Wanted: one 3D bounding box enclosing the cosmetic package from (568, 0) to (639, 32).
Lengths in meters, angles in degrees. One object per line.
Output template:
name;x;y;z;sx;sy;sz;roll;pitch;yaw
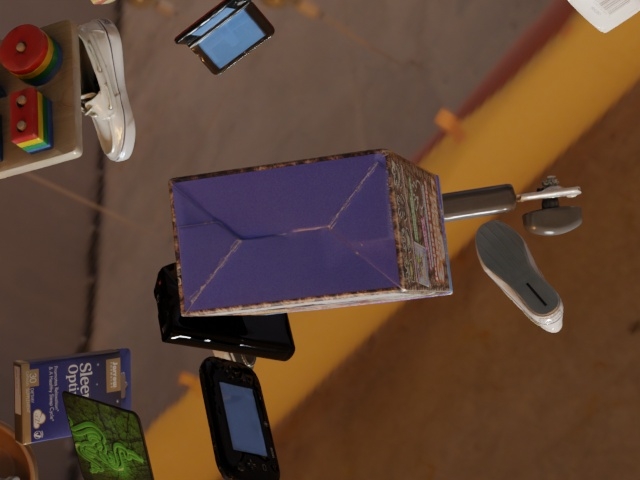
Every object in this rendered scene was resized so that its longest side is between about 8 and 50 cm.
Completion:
cosmetic package;0.399;-0.438;2.049;0.085;0.117;0.231;-33;-132;26

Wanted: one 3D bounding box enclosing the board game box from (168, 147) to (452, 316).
board game box;0.000;0.000;1.460;0.232;0.291;0.141;-7;-94;14

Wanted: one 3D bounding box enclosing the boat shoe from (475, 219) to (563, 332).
boat shoe;0.325;0.066;2.256;0.083;0.076;0.226;-26;-129;-1

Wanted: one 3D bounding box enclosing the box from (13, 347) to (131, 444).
box;-0.408;0.259;2.301;0.036;0.225;0.137;6;-82;49

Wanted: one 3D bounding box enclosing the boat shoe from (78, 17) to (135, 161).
boat shoe;-0.402;-0.265;2.476;0.096;0.088;0.268;25;-54;41

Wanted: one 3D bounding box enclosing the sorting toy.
sorting toy;-0.541;-0.243;2.313;0.257;0.089;0.256;-14;-113;19

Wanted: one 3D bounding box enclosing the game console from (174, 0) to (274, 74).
game console;-0.170;-0.366;2.431;0.144;0.085;0.124;-35;180;13

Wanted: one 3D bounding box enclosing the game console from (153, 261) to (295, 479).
game console;-0.119;0.193;1.969;0.044;0.213;0.361;-48;-136;38

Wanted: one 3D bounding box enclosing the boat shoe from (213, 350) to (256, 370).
boat shoe;-0.145;0.100;2.600;0.119;0.121;0.335;-10;-104;23

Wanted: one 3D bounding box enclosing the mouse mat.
mouse mat;-0.300;0.296;1.939;0.189;0.007;0.153;8;-65;46

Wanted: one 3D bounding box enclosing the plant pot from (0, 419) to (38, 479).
plant pot;-0.648;0.448;2.608;0.237;0.237;0.110;-62;177;2

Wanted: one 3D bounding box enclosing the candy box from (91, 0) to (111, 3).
candy box;-0.291;-0.496;1.812;0.182;0.316;0.087;-27;-172;12

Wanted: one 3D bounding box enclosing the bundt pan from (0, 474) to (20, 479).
bundt pan;-0.517;0.477;1.886;0.331;0.124;0.331;10;90;-87

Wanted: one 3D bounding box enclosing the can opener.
can opener;0.288;-0.050;2.187;0.074;0.280;0.093;133;-48;-81
